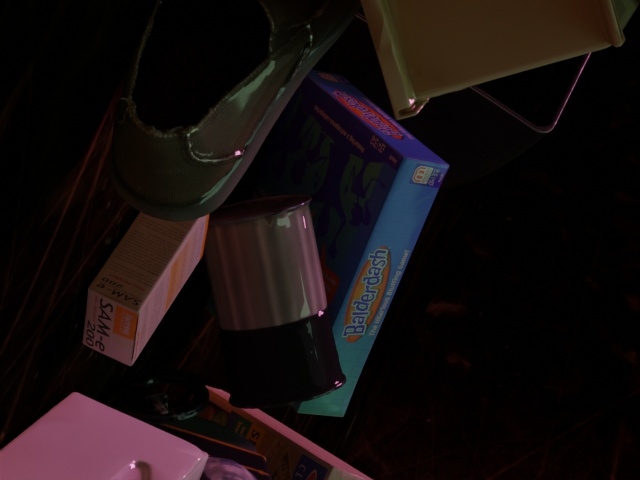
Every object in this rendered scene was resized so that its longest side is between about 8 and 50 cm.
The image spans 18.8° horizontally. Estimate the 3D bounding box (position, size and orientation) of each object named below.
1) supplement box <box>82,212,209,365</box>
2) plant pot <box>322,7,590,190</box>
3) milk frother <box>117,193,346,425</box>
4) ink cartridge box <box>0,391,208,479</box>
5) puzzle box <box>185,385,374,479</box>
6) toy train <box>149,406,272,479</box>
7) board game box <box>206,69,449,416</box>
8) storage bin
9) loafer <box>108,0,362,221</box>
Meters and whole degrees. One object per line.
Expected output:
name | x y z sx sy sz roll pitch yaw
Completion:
supplement box | -0.106 0.019 1.182 0.098 0.036 0.062 -59 170 -37
plant pot | 0.103 -0.154 1.567 0.188 0.187 0.167 -59 -177 -35
milk frother | -0.071 0.049 1.329 0.143 0.129 0.135 -18 101 -40
ink cartridge box | -0.173 0.231 1.154 0.237 0.100 0.172 -67 172 18
puzzle box | -0.112 0.331 1.499 0.272 0.052 0.409 20 -95 62
toy train | -0.132 0.277 1.361 0.190 0.142 0.334 -114 -134 -64
board game box | 0.000 0.000 1.430 0.047 0.160 0.210 8 113 -35
storage bin | 0.089 -0.232 1.032 0.262 0.123 0.260 -46 121 -65
loafer | -0.032 -0.129 1.011 0.087 0.094 0.251 90 23 -71
